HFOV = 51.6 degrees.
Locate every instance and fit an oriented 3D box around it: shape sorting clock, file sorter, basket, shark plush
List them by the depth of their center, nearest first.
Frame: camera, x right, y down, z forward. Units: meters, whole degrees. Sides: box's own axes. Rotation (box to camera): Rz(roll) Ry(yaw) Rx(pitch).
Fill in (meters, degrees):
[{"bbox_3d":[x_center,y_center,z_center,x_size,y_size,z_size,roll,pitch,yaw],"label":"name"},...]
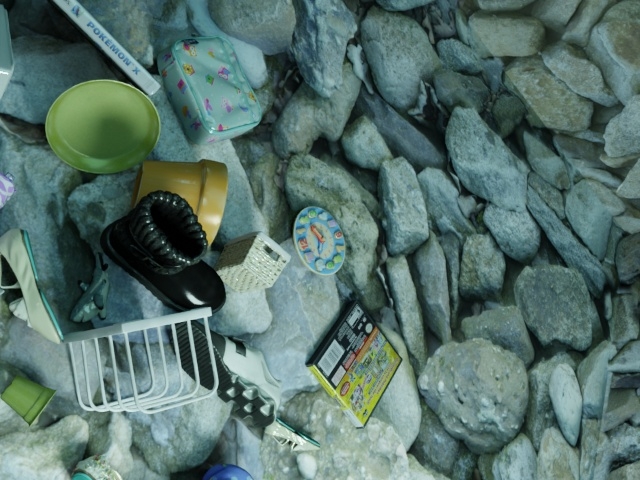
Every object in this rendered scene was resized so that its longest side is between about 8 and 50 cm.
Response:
[{"bbox_3d":[-0.363,0.246,1.336,0.193,0.277,0.173,-6,84,-43],"label":"file sorter"},{"bbox_3d":[-0.490,0.097,1.423,0.067,0.073,0.161,6,74,-9],"label":"shark plush"},{"bbox_3d":[-0.175,0.059,1.646,0.113,0.167,0.103,40,59,-25],"label":"basket"},{"bbox_3d":[0.000,0.000,1.908,0.206,0.040,0.206,15,66,-38],"label":"shape sorting clock"}]

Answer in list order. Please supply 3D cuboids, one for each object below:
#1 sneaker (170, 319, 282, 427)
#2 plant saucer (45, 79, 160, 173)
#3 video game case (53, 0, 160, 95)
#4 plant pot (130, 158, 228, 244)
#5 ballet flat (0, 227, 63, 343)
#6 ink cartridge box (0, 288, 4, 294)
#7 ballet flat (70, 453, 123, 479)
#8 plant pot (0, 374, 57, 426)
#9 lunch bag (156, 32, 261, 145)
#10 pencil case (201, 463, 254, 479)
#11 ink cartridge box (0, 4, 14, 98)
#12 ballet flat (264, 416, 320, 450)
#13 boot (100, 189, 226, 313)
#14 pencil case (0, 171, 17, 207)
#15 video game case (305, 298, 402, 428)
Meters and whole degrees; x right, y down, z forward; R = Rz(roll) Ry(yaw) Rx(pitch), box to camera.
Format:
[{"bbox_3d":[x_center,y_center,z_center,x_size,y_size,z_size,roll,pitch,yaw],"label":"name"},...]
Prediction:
[{"bbox_3d":[-0.218,0.287,1.577,0.330,0.122,0.146,50,31,-17],"label":"sneaker"},{"bbox_3d":[-0.477,-0.254,1.458,0.241,0.241,0.037,17,33,-38],"label":"plant saucer"},{"bbox_3d":[-0.482,-0.439,1.452,0.036,0.329,0.300,-46,112,-3],"label":"video game case"},{"bbox_3d":[-0.336,-0.103,1.547,0.188,0.205,0.205,12,67,-22],"label":"plant pot"},{"bbox_3d":[-0.591,0.099,1.322,0.086,0.086,0.248,-18,86,-44],"label":"ballet flat"},{"bbox_3d":[-0.718,0.076,1.099,0.296,0.261,0.066,31,97,-11],"label":"ink cartridge box"},{"bbox_3d":[-0.406,0.530,1.334,0.241,0.091,0.077,62,24,-12],"label":"ballet flat"},{"bbox_3d":[-0.566,0.301,1.272,0.079,0.083,0.083,38,53,-13],"label":"plant pot"},{"bbox_3d":[-0.285,-0.403,1.738,0.224,0.108,0.279,-24,92,-44],"label":"lunch bag"},{"bbox_3d":[-0.247,0.609,1.383,0.306,0.133,0.119,-57,142,-54],"label":"pencil case"},{"bbox_3d":[-0.760,-0.381,1.238,0.307,0.129,0.223,9,45,-40],"label":"ink cartridge box"},{"bbox_3d":[-0.074,0.499,1.673,0.168,0.057,0.052,38,81,-23],"label":"ballet flat"},{"bbox_3d":[-0.301,0.043,1.465,0.348,0.260,0.131,36,55,-28],"label":"boot"},{"bbox_3d":[-0.675,-0.045,1.285,0.088,0.086,0.206,61,40,-49],"label":"pencil case"},{"bbox_3d":[0.104,0.348,1.889,0.248,0.035,0.275,53,47,-15],"label":"video game case"}]
